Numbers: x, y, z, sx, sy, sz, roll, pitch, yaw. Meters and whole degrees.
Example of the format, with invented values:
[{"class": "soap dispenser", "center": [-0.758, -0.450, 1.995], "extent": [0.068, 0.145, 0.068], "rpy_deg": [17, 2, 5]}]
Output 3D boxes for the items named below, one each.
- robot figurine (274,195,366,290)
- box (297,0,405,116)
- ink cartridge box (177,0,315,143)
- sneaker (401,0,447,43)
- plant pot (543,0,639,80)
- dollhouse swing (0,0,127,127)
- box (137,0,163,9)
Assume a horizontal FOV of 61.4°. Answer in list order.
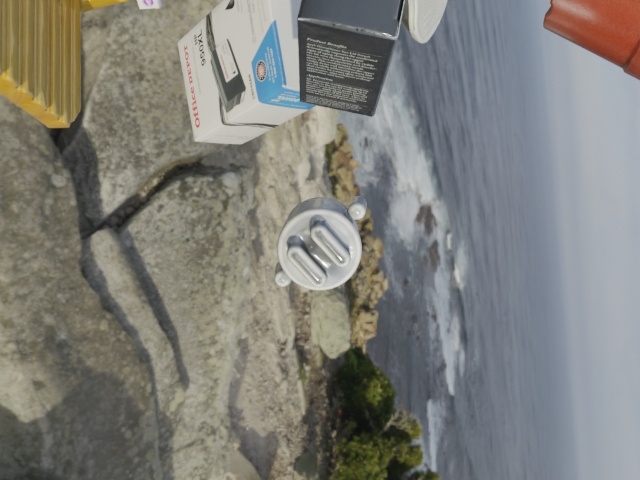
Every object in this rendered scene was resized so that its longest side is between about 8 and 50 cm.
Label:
[{"class": "robot figurine", "center": [0.000, 0.000, 1.350], "extent": [0.200, 0.300, 0.353], "rpy_deg": [51, 8, -9]}, {"class": "box", "center": [0.039, -0.267, 0.653], "extent": [0.207, 0.108, 0.153], "rpy_deg": [96, 6, -78]}, {"class": "ink cartridge box", "center": [-0.173, -0.430, 1.332], "extent": [0.166, 0.395, 0.286], "rpy_deg": [-6, 85, -43]}, {"class": "sneaker", "center": [0.129, -0.462, 0.947], "extent": [0.105, 0.147, 0.295], "rpy_deg": [-57, 156, 4]}, {"class": "plant pot", "center": [0.637, -0.496, 1.120], "extent": [0.272, 0.265, 0.272], "rpy_deg": [-51, 161, -25]}, {"class": "dollhouse swing", "center": [-0.243, -0.341, 0.633], "extent": [0.347, 0.315, 0.305], "rpy_deg": [136, -63, -82]}, {"class": "box", "center": [-0.433, -0.697, 1.255], "extent": [0.324, 0.063, 0.067], "rpy_deg": [93, -12, -60]}]
